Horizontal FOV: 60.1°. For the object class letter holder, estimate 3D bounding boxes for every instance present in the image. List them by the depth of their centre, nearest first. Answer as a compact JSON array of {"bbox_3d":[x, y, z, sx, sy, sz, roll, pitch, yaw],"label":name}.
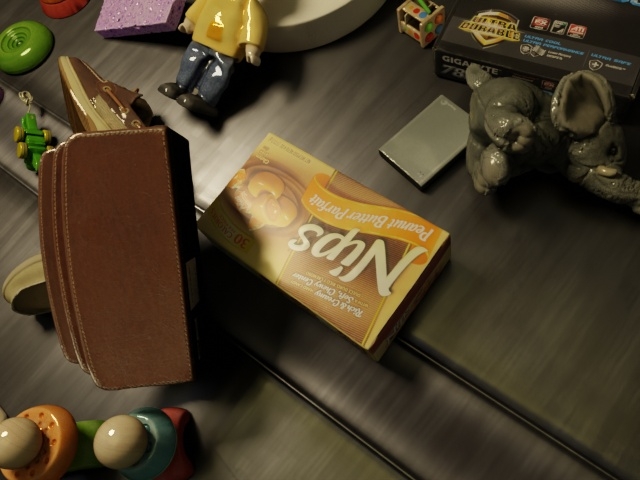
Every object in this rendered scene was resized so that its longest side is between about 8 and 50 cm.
[{"bbox_3d":[-0.270,0.022,0.705,0.214,0.152,0.302,-5,95,-4],"label":"letter holder"}]

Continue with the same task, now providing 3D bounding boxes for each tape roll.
[{"bbox_3d":[-0.046,-0.520,1.022,0.391,0.072,0.392,-5,67,11],"label":"tape roll"}]

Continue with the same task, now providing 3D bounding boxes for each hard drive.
[{"bbox_3d":[0.169,-0.150,0.840,0.135,0.022,0.094,-41,65,-6],"label":"hard drive"}]

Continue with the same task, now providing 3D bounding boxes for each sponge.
[{"bbox_3d":[-0.337,-0.447,1.043,0.210,0.031,0.117,9,81,32],"label":"sponge"}]

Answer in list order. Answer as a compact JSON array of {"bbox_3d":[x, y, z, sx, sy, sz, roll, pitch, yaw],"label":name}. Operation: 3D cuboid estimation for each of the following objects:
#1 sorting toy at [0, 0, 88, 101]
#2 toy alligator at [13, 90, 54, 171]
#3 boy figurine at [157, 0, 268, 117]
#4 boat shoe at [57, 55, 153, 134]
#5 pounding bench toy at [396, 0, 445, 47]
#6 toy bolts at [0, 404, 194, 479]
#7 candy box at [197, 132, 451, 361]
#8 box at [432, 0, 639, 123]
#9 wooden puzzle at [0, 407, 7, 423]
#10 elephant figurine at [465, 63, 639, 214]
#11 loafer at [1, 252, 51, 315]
[{"bbox_3d":[-0.603,-0.434,1.084,0.127,0.126,0.366,22,73,20],"label":"sorting toy"},{"bbox_3d":[-0.526,-0.186,1.004,0.051,0.056,0.190,-46,57,37],"label":"toy alligator"},{"bbox_3d":[-0.155,-0.346,0.903,0.177,0.092,0.285,37,109,23],"label":"boy figurine"},{"bbox_3d":[-0.347,-0.202,0.946,0.123,0.123,0.342,-20,54,-29],"label":"boat shoe"},{"bbox_3d":[0.166,-0.370,0.901,0.052,0.083,0.065,-41,64,-7],"label":"pounding bench toy"},{"bbox_3d":[-0.281,0.293,0.679,0.228,0.158,0.218,-19,64,5],"label":"toy bolts"},{"bbox_3d":[0.000,0.000,0.778,0.316,0.087,0.183,33,79,23],"label":"candy box"},{"bbox_3d":[0.365,-0.353,0.857,0.295,0.073,0.293,22,75,20],"label":"box"},{"bbox_3d":[-0.682,0.304,0.811,0.322,0.080,0.348,35,79,24],"label":"wooden puzzle"},{"bbox_3d":[0.327,-0.137,0.746,0.239,0.186,0.169,-2,23,1],"label":"elephant figurine"},{"bbox_3d":[-0.346,0.064,0.825,0.268,0.102,0.092,-18,59,4],"label":"loafer"}]
